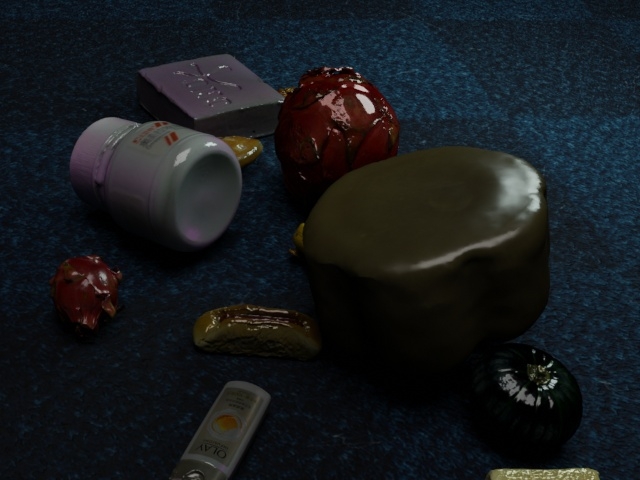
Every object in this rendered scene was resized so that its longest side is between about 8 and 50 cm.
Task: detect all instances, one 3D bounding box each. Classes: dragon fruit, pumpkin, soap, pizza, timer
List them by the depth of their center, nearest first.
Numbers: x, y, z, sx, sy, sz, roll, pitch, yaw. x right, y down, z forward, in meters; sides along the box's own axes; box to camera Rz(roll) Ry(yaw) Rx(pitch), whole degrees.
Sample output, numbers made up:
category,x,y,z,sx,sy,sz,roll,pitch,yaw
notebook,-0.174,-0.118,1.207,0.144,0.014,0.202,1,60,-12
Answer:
category,x,y,z,sx,sy,sz,roll,pitch,yaw
pumpkin,0.349,0.262,1.580,0.202,0.140,0.202,13,35,-9
dragon fruit,-0.426,0.094,1.688,0.136,0.133,0.166,-7,48,-5
timer,0.000,0.000,1.909,0.107,0.109,0.107,34,2,-1
dragon fruit,0.034,-0.221,2.065,0.295,0.295,0.302,6,62,-2
pizza,-0.246,-0.186,2.162,0.246,0.058,0.127,-21,46,-31
soap,-0.272,-0.351,2.349,0.285,0.107,0.296,-19,44,-35

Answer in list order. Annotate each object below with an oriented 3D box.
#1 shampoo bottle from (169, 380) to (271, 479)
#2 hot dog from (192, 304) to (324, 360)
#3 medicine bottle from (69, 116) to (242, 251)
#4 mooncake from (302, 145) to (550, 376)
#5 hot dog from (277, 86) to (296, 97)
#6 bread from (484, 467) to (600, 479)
category,x,y,z,sx,sy,sz,roll,pitch,yaw
shampoo bottle,-0.157,0.319,1.488,0.086,0.056,0.227,16,37,13
hot dog,-0.111,0.162,1.700,0.242,0.073,0.084,6,31,-3
medicine bottle,-0.340,-0.125,1.907,0.302,0.241,0.241,19,36,31
mooncake,0.200,0.027,1.692,0.467,0.262,0.467,-12,27,6
hot dog,-0.063,-0.351,2.431,0.071,0.045,0.165,-8,38,-23
bread,0.351,0.416,1.438,0.188,0.068,0.125,1,37,-8
